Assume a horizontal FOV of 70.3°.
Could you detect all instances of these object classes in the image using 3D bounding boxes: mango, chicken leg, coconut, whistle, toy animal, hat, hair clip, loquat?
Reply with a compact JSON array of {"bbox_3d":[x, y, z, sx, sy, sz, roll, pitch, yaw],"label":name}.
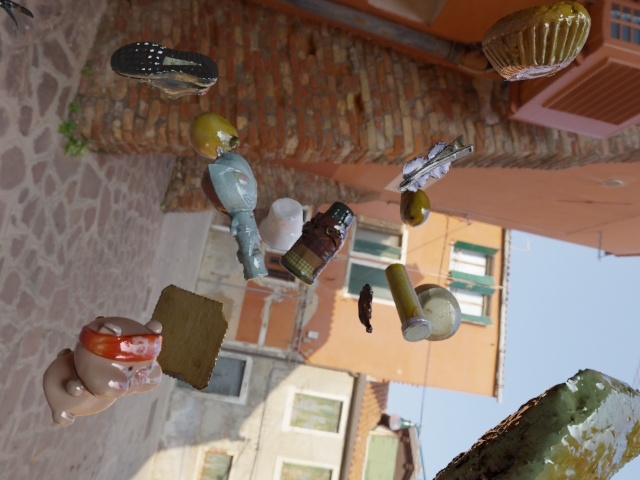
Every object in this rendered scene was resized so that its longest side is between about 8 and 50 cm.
[{"bbox_3d":[0.324,-0.122,1.593,0.228,0.099,0.136,-90,-176,-64],"label":"mango"},{"bbox_3d":[0.161,0.238,1.582,0.093,0.053,0.205,117,-23,-53],"label":"chicken leg"},{"bbox_3d":[0.397,0.256,1.635,0.222,0.202,0.202,71,31,-89],"label":"coconut"},{"bbox_3d":[-0.207,-0.072,1.128,0.142,0.133,0.347,116,-42,-83],"label":"whistle"},{"bbox_3d":[-0.373,0.216,0.802,0.197,0.171,0.171,-38,-162,12],"label":"toy animal"},{"bbox_3d":[-0.128,-0.074,1.659,0.203,0.202,0.126,-85,-172,-45],"label":"hat"},{"bbox_3d":[0.336,-0.224,1.361,0.084,0.292,0.106,39,-25,47],"label":"hair clip"},{"bbox_3d":[-0.359,-0.352,1.552,0.150,0.204,0.172,-65,159,-7],"label":"loquat"}]

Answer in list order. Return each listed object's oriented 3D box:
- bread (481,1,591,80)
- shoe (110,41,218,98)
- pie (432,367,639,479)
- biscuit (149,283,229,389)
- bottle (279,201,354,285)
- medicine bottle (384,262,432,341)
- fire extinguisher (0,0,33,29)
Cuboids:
[{"bbox_3d":[0.492,-0.457,1.048,0.240,0.239,0.139,-119,-156,-79],"label":"bread"},{"bbox_3d":[-0.524,-0.551,1.531,0.171,0.336,0.133,-39,-123,59],"label":"shoe"},{"bbox_3d":[0.423,0.396,0.844,0.418,0.395,0.180,-47,-139,8],"label":"pie"},{"bbox_3d":[-0.373,0.260,1.247,0.013,0.231,0.237,47,61,-74],"label":"biscuit"},{"bbox_3d":[0.000,0.000,1.407,0.271,0.143,0.156,-52,-138,-2],"label":"bottle"},{"bbox_3d":[0.219,0.153,1.174,0.218,0.073,0.074,-102,-157,-48],"label":"medicine bottle"},{"bbox_3d":[-0.605,-0.362,0.749,0.231,0.099,0.071,-38,174,-35],"label":"fire extinguisher"}]
